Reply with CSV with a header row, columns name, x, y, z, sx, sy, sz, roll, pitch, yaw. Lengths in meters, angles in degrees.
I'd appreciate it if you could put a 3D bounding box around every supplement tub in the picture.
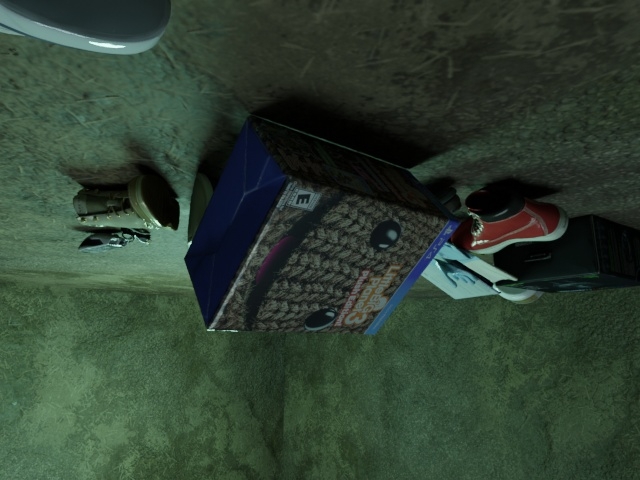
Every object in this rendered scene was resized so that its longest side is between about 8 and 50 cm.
name,x,y,z,sx,sy,sz,roll,pitch,yaw
supplement tub,0.606,0.116,1.400,0.144,0.145,0.199,-7,166,30

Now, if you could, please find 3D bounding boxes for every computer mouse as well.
name,x,y,z,sx,sy,sz,roll,pitch,yaw
computer mouse,-0.528,-0.004,1.148,0.192,0.042,0.106,-9,170,17

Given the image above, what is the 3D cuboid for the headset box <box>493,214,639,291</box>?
name,x,y,z,sx,sy,sz,roll,pitch,yaw
headset box,0.593,0.044,1.097,0.283,0.131,0.246,10,164,-35

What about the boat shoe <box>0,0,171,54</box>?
name,x,y,z,sx,sy,sz,roll,pitch,yaw
boat shoe,-0.221,-0.173,0.263,0.258,0.095,0.084,18,165,-24

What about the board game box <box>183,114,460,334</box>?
name,x,y,z,sx,sy,sz,roll,pitch,yaw
board game box,0.000,0.000,0.630,0.290,0.141,0.232,9,123,-37

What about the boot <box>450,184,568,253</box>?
name,x,y,z,sx,sy,sz,roll,pitch,yaw
boot,0.299,-0.042,0.858,0.176,0.089,0.244,16,163,-25

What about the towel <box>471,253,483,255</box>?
name,x,y,z,sx,sy,sz,roll,pitch,yaw
towel,0.366,0.047,1.381,0.237,0.021,0.102,-10,163,42

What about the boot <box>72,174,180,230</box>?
name,x,y,z,sx,sy,sz,roll,pitch,yaw
boot,-0.344,-0.062,0.784,0.164,0.077,0.213,4,170,-5

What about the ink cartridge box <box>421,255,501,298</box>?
name,x,y,z,sx,sy,sz,roll,pitch,yaw
ink cartridge box,0.329,0.070,1.184,0.223,0.045,0.224,35,165,-5

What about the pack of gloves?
name,x,y,z,sx,sy,sz,roll,pitch,yaw
pack of gloves,0.278,0.055,1.014,0.232,0.046,0.195,28,168,-11

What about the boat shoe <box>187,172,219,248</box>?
name,x,y,z,sx,sy,sz,roll,pitch,yaw
boat shoe,-0.168,-0.033,0.791,0.112,0.127,0.340,3,169,-18

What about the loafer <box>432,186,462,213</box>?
name,x,y,z,sx,sy,sz,roll,pitch,yaw
loafer,0.167,-0.016,0.852,0.096,0.084,0.267,-37,-175,-35
